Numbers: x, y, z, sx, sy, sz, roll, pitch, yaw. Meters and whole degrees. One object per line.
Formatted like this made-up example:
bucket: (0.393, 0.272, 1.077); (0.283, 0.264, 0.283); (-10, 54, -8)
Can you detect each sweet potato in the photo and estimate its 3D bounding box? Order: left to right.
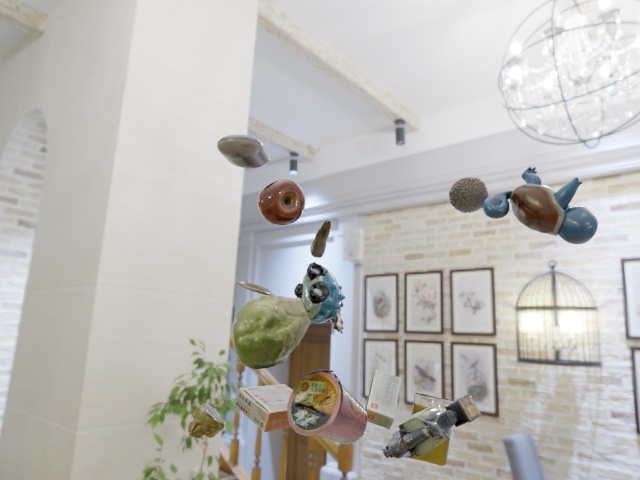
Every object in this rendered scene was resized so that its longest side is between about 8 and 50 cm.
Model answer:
sweet potato: (0.000, 0.000, 2.092); (0.076, 0.075, 0.273); (4, -33, -9)

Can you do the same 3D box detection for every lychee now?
lychee: (0.652, -0.198, 2.039); (0.165, 0.165, 0.198); (-8, -21, 40)

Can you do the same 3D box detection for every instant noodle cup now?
instant noodle cup: (0.043, 0.634, 1.716); (0.244, 0.243, 0.255); (-6, -37, 36)

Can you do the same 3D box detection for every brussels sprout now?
brussels sprout: (-0.186, 0.332, 1.696); (0.274, 0.316, 0.242); (32, 14, -47)

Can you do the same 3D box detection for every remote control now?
remote control: (-0.362, -0.421, 2.221); (0.221, 0.103, 0.332); (-2, -9, 7)

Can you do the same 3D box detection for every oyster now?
oyster: (0.070, 0.355, 2.442); (0.092, 0.259, 0.198); (-10, 29, 5)

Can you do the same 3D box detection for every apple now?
apple: (-0.168, -0.162, 1.978); (0.201, 0.200, 0.162); (9, -4, -28)

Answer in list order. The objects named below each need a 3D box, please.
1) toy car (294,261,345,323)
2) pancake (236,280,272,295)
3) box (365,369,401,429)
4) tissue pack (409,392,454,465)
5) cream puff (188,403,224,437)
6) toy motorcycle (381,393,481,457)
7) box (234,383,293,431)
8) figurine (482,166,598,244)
toy car: (0.005, 0.227, 1.923); (0.190, 0.255, 0.188); (15, -53, -20)
pancake: (-0.187, 0.134, 1.312); (0.115, 0.011, 0.115); (18, -1, 0)
box: (0.291, 0.730, 2.157); (0.135, 0.079, 0.269); (18, 31, 7)
tissue pack: (0.501, 0.864, 2.130); (0.193, 0.270, 0.134); (9, 8, 13)
cream puff: (-0.464, 0.738, 1.869); (0.146, 0.116, 0.146); (41, -10, 9)
toy motorcycle: (0.263, 0.459, 1.131); (0.263, 0.090, 0.157); (-3, -34, -46)
box: (-0.192, 0.694, 1.951); (0.274, 0.091, 0.221); (15, 4, -45)
figurine: (0.868, -0.140, 1.828); (0.417, 0.243, 0.297); (19, -41, 21)
